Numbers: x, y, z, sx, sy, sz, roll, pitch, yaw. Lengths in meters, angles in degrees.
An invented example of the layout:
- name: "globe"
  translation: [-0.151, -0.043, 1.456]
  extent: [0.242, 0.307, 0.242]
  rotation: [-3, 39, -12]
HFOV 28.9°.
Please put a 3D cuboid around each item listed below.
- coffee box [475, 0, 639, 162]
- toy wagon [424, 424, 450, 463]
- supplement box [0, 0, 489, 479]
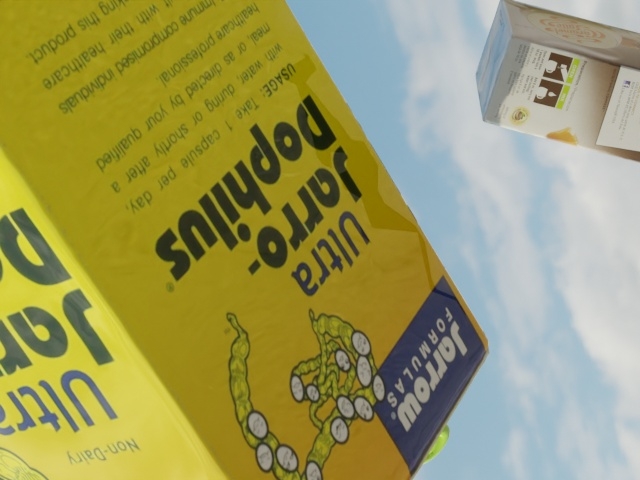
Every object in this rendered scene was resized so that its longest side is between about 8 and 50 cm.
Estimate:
- name: "coffee box"
  translation: [0.293, -0.157, 1.273]
  extent: [0.141, 0.246, 0.098]
  rotation: [-82, 7, -62]
- name: "toy wagon"
  translation: [0.023, 0.112, 1.245]
  extent: [0.344, 0.068, 0.267]
  rotation: [19, -157, -51]
- name: "supplement box"
  translation: [-0.113, -0.018, 0.565]
  extent: [0.357, 0.194, 0.195]
  rotation: [58, -139, -15]
